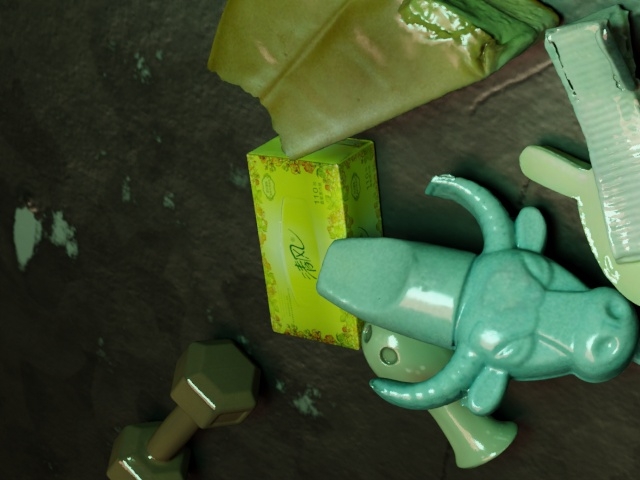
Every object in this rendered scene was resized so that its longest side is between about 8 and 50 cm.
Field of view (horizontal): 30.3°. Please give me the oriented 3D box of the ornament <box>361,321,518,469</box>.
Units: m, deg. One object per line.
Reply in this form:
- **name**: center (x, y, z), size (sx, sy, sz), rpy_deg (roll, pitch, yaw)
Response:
- **ornament**: center (0.099, 0.117, 1.013), size (0.156, 0.081, 0.075), rpy_deg (51, 154, -5)

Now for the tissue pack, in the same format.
- **tissue pack**: center (0.000, 0.000, 1.030), size (0.095, 0.062, 0.176), rpy_deg (10, 118, 32)

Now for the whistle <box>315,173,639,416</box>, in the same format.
- **whistle**: center (0.130, 0.052, 0.925), size (0.274, 0.093, 0.186), rpy_deg (13, 78, 16)

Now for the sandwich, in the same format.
- **sandwich**: center (0.040, -0.142, 0.896), size (0.220, 0.108, 0.186), rpy_deg (34, 129, 13)

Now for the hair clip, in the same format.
- **hair clip**: center (0.212, -0.053, 0.845), size (0.159, 0.071, 0.218), rpy_deg (-12, 100, 44)

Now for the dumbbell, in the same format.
- **dumbbell**: center (-0.144, 0.191, 1.221), size (0.231, 0.092, 0.082), rpy_deg (-51, 51, 41)
